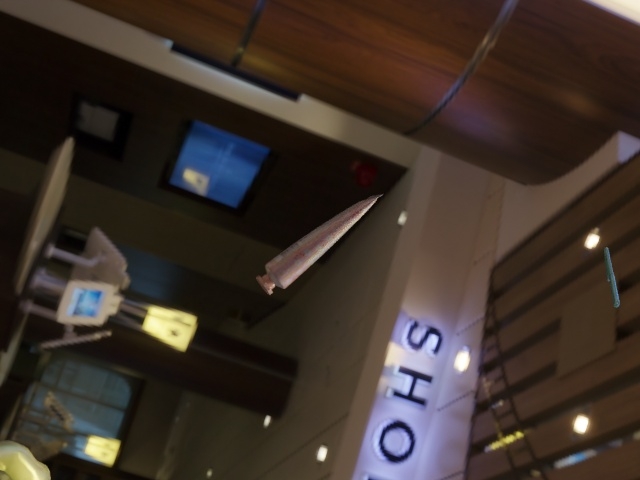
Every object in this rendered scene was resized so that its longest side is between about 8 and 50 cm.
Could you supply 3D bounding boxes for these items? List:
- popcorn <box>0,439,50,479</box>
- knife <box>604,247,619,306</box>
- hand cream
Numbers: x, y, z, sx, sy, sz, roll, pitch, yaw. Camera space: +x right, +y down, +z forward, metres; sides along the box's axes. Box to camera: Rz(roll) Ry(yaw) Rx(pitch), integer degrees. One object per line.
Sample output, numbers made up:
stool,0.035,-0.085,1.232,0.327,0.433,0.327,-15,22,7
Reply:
popcorn,-0.207,0.216,0.409,0.259,0.212,0.259,-10,-104,48
knife,0.327,0.040,0.989,0.014,0.005,0.091,91,5,-46
hand cream,0.000,0.000,1.237,0.210,0.043,0.067,-38,-175,-8
